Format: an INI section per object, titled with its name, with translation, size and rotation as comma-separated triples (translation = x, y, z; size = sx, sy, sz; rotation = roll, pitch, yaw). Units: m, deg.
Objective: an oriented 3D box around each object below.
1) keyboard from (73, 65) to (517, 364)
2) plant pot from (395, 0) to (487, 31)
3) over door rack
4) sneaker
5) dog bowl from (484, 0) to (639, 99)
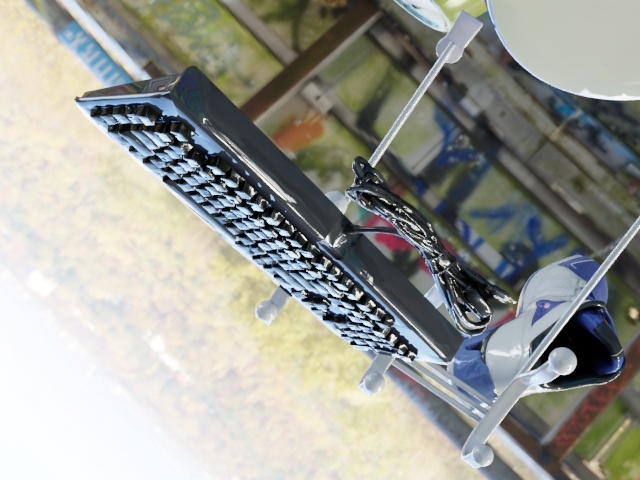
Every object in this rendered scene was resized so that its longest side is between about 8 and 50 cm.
[keyboard]
translation = 0.000, 0.000, 0.647
size = 0.201, 0.033, 0.317
rotation = -2, 146, 43
[plant pot]
translation = 0.182, -0.379, 1.055
size = 0.275, 0.293, 0.275
rotation = 42, -178, -1
[over door rack]
translation = 0.127, -0.004, 0.814
size = 0.239, 0.324, 0.108
rotation = 35, -178, 1
[sneaker]
translation = 0.322, 0.122, 1.264
size = 0.182, 0.315, 0.127
rotation = -12, 103, 46
[dog bowl]
translation = 0.241, -0.231, 0.710
size = 0.265, 0.265, 0.104
rotation = 64, -163, -48
